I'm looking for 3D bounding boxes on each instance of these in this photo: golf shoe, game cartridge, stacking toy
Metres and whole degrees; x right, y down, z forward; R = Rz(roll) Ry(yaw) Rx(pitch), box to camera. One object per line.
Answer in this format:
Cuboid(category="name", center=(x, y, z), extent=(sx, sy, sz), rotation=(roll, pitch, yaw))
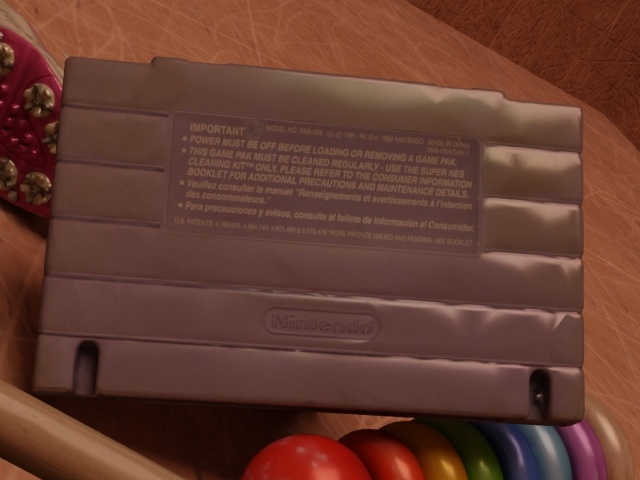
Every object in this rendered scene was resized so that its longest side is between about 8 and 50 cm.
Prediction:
Cuboid(category="golf shoe", center=(-0.252, -0.131, 0.945), extent=(0.306, 0.115, 0.140), rotation=(46, 20, 21))
Cuboid(category="game cartridge", center=(0.000, 0.000, 0.762), extent=(0.355, 0.068, 0.230), rotation=(5, 73, -8))
Cuboid(category="stacking toy", center=(0.079, 0.170, 0.804), extent=(0.330, 0.141, 0.141), rotation=(7, 35, -44))

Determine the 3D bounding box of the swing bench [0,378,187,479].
Cuboid(category="swing bench", center=(-0.118, 0.169, 0.331), extent=(0.255, 0.253, 0.165), rotation=(38, 22, 6))
